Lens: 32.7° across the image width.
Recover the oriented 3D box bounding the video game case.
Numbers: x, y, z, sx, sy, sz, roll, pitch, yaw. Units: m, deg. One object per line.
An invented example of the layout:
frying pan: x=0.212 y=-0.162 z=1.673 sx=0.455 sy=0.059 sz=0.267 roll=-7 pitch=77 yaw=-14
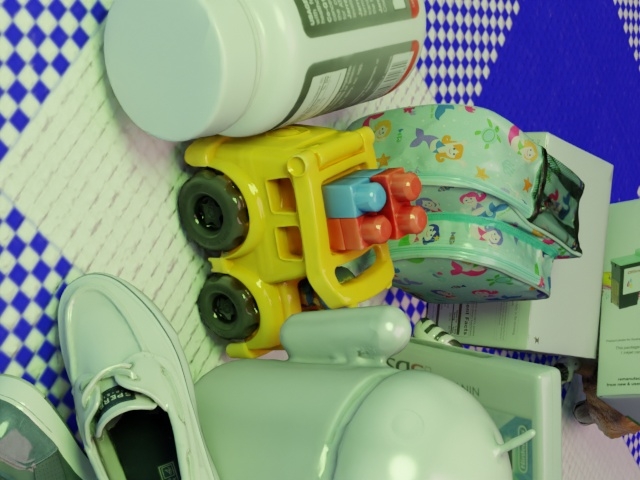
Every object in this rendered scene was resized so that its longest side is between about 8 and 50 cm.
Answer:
video game case: x=0.125 y=0.268 z=1.111 sx=0.036 sy=0.300 sz=0.329 roll=-7 pitch=98 yaw=-35

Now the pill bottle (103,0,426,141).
pill bottle: x=-0.044 y=-0.182 z=0.971 sx=0.283 sy=0.161 sz=0.161 roll=-23 pitch=110 yaw=-49

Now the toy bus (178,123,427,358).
toy bus: x=0.000 y=0.000 z=1.002 sx=0.149 sy=0.211 sz=0.220 roll=-28 pitch=116 yaw=-50

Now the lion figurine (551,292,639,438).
lion figurine: x=0.421 y=0.104 z=1.615 sx=0.240 sy=0.142 sz=0.392 roll=1 pitch=89 yaw=-56

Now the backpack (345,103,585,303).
backpack: x=0.139 y=-0.039 z=1.171 sx=0.253 sy=0.225 sz=0.191 roll=36 pitch=59 yaw=-43

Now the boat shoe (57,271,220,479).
boat shoe: x=-0.140 y=0.128 z=0.829 sx=0.258 sy=0.095 sz=0.084 roll=59 pitch=1 yaw=21

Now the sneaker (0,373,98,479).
sneaker: x=-0.218 y=0.236 z=0.821 sx=0.226 sy=0.086 sz=0.163 roll=55 pitch=40 yaw=-26

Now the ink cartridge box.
ink cartridge box: x=0.469 y=0.103 z=1.476 sx=0.201 sy=0.117 sz=0.278 roll=33 pitch=58 yaw=-46

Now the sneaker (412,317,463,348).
sneaker: x=0.120 y=0.185 z=1.293 sx=0.132 sy=0.086 sz=0.228 roll=-49 pitch=146 yaw=-8

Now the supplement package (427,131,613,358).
supplement package: x=0.258 y=0.011 z=1.390 sx=0.204 sy=0.145 sz=0.261 roll=13 pitch=82 yaw=-52

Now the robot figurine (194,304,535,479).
robot figurine: x=0.008 y=0.201 z=0.902 sx=0.200 sy=0.353 sz=0.299 roll=12 pitch=81 yaw=-52
